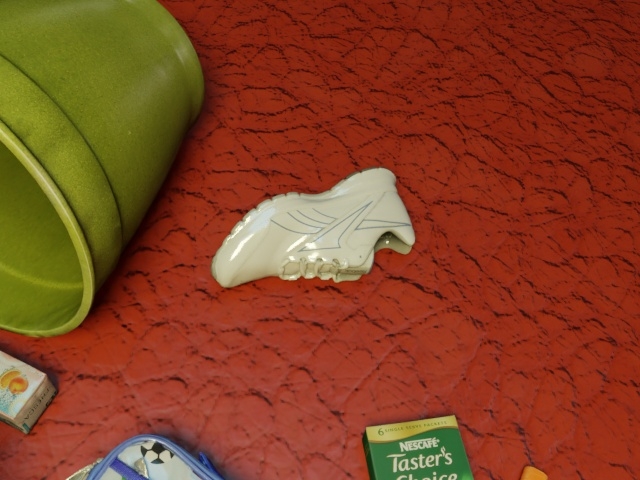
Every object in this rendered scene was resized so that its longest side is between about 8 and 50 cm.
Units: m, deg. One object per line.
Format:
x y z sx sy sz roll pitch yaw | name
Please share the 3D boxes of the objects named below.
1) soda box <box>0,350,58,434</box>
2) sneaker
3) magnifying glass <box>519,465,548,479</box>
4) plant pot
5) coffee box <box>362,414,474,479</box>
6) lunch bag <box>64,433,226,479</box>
-0.394 0.145 0.720 0.183 0.063 0.058 24 57 8 | soda box
0.000 0.000 0.851 0.297 0.111 0.129 -22 69 -20 | sneaker
0.202 0.357 0.702 0.092 0.026 0.231 27 60 9 | magnifying glass
-0.324 -0.140 0.769 0.366 0.366 0.353 24 46 7 | plant pot
0.117 0.290 0.706 0.113 0.040 0.184 -5 52 -6 | coffee box
-0.136 0.338 0.610 0.303 0.115 0.243 34 57 11 | lunch bag
